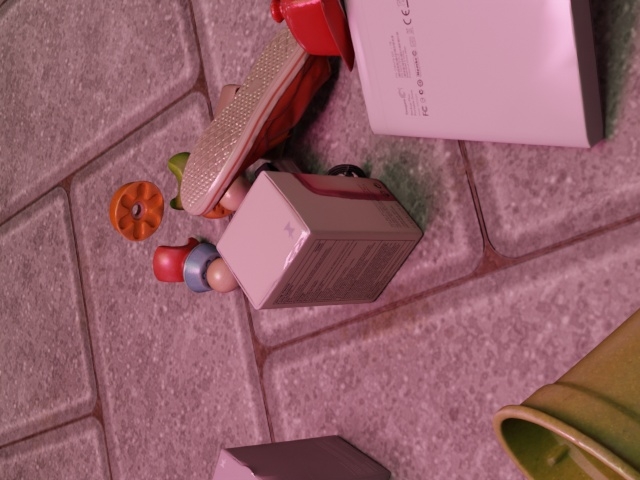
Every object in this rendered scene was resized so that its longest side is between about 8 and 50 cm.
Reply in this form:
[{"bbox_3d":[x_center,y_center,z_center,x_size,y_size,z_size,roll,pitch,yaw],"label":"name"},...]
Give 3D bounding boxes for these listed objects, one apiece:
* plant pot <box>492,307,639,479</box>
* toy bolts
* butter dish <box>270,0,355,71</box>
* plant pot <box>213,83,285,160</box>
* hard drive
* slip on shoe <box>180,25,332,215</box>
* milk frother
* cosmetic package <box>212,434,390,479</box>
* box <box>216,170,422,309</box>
[{"bbox_3d":[0.356,0.171,0.955,0.254,0.276,0.276,-46,47,-14],"label":"plant pot"},{"bbox_3d":[-0.214,-0.011,1.624,0.158,0.218,0.228,15,118,39],"label":"toy bolts"},{"bbox_3d":[-0.014,-0.337,1.398,0.118,0.160,0.160,-6,57,17],"label":"butter dish"},{"bbox_3d":[-0.119,-0.200,1.586,0.096,0.109,0.109,38,116,55],"label":"plant pot"},{"bbox_3d":[0.186,-0.242,1.254,0.353,0.047,0.233,10,122,46],"label":"hard drive"},{"bbox_3d":[-0.095,-0.170,1.487,0.331,0.101,0.123,-55,38,-3],"label":"slip on shoe"},{"bbox_3d":[-0.015,-0.082,1.494,0.143,0.129,0.135,-32,58,-8],"label":"milk frother"},{"bbox_3d":[-0.030,0.352,1.380,0.127,0.238,0.107,28,108,43],"label":"cosmetic package"},{"bbox_3d":[0.000,0.000,1.363,0.127,0.232,0.149,54,124,31],"label":"box"}]
